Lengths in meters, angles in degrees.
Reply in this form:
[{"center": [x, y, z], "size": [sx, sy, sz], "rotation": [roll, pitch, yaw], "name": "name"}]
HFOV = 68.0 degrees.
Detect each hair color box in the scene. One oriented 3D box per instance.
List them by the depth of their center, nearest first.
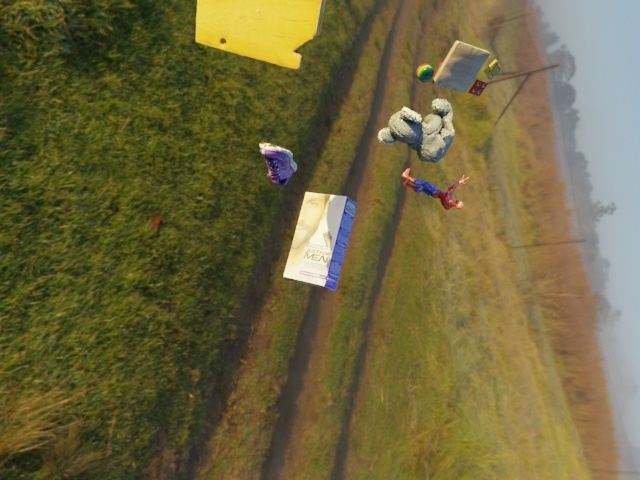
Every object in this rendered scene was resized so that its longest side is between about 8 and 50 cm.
[{"center": [0.000, 0.000, 1.776], "size": [0.110, 0.185, 0.339], "rotation": [30, 72, -58], "name": "hair color box"}]

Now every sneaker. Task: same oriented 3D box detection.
[{"center": [-0.099, -0.174, 1.113], "size": [0.170, 0.068, 0.071], "rotation": [47, 62, -69], "name": "sneaker"}]

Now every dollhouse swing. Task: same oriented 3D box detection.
[{"center": [-0.083, -0.562, 0.940], "size": [0.305, 0.314, 0.347], "rotation": [-51, 157, -58], "name": "dollhouse swing"}]

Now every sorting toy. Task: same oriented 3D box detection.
[{"center": [0.410, -0.511, 1.392], "size": [0.274, 0.132, 0.046], "rotation": [2, 45, -30], "name": "sorting toy"}]

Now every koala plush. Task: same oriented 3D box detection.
[{"center": [0.326, -0.380, 1.628], "size": [0.221, 0.196, 0.204], "rotation": [9, 64, -33], "name": "koala plush"}]

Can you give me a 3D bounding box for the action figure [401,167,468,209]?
[{"center": [0.473, -0.218, 1.888], "size": [0.139, 0.280, 0.092], "rotation": [-41, 144, -11], "name": "action figure"}]
